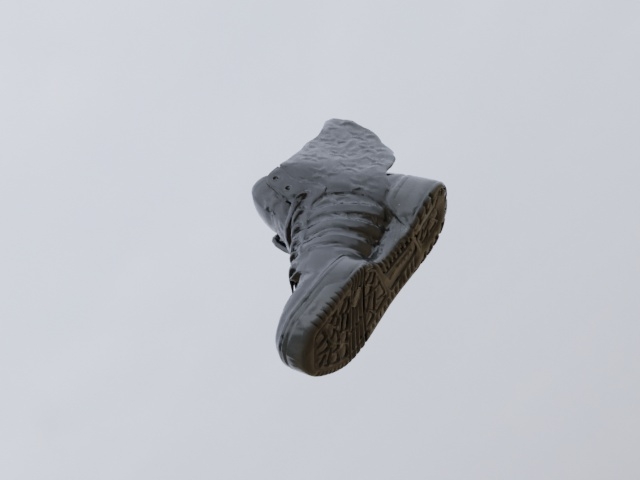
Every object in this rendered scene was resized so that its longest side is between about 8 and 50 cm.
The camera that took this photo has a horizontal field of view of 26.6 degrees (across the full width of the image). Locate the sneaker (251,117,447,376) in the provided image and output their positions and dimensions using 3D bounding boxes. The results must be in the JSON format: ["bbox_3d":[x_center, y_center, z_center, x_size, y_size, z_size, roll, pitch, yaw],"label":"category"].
[{"bbox_3d":[0.000,-0.002,0.653,0.170,0.089,0.051,-47,-33,-44],"label":"sneaker"}]
